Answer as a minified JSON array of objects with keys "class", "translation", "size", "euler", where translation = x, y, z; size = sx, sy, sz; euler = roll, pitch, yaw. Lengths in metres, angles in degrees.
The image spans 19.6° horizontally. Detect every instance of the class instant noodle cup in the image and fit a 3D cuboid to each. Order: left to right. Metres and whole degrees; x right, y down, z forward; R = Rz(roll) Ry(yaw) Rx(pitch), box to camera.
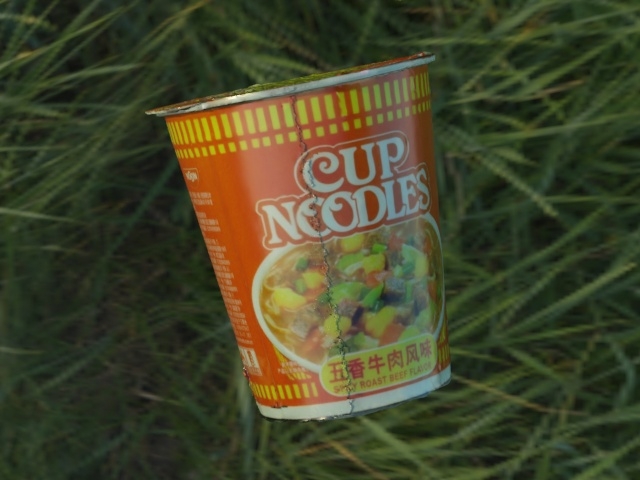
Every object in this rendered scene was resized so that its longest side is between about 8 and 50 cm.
[{"class":"instant noodle cup","translation":[0.000,0.000,1.197],"size":[0.193,0.193,0.212],"euler":[-14,97,-25]}]
